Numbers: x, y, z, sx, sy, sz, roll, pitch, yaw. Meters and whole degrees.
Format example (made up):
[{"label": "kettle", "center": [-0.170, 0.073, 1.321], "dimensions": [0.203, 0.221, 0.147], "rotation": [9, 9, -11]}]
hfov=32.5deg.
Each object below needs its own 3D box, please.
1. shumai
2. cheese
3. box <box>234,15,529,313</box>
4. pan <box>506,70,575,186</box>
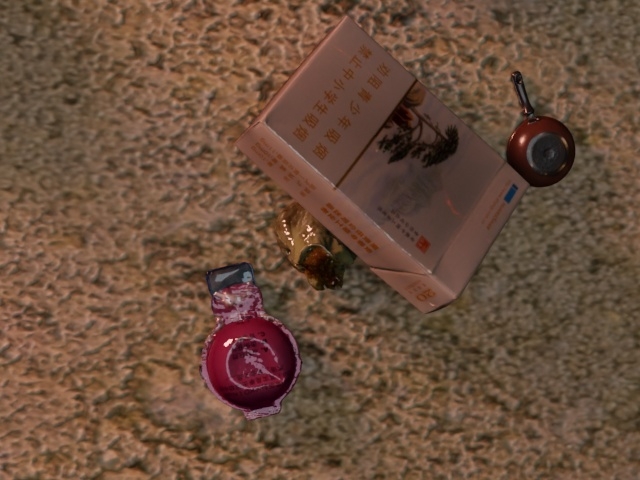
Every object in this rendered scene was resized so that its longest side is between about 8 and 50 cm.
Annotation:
[{"label": "shumai", "center": [0.000, 0.000, 0.999], "dimensions": [0.083, 0.080, 0.082], "rotation": [29, 89, -7]}, {"label": "cheese", "center": [-0.070, 0.094, 1.020], "dimensions": [0.095, 0.038, 0.145], "rotation": [-13, 91, -8]}, {"label": "box", "center": [0.060, -0.067, 0.981], "dimensions": [0.233, 0.067, 0.149], "rotation": [42, 64, -9]}, {"label": "pan", "center": [0.205, -0.106, 1.046], "dimensions": [0.068, 0.023, 0.115], "rotation": [-21, 98, -4]}]
